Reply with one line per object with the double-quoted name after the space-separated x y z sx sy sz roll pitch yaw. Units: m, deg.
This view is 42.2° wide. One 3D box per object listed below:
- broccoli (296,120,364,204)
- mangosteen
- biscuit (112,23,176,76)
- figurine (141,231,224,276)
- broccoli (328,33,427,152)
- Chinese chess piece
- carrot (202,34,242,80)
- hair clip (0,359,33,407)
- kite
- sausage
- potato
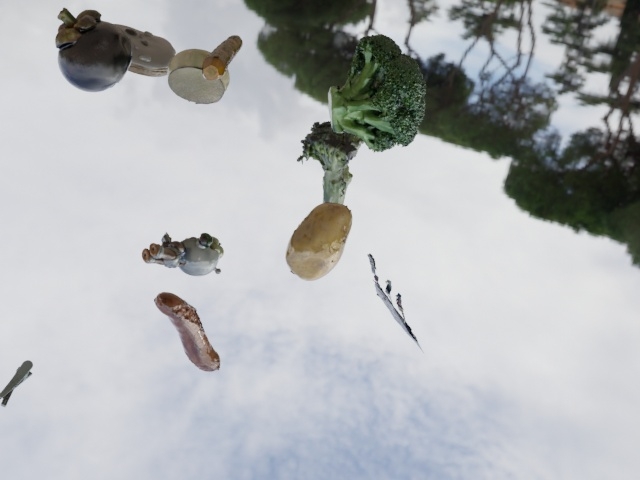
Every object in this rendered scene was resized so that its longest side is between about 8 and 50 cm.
0.037 -0.177 2.213 0.165 0.304 0.145 19 -143 24 "broccoli"
-0.399 -0.332 1.427 0.137 0.151 0.137 -24 -152 14 "mangosteen"
-0.463 -0.487 2.092 0.208 0.049 0.181 17 -144 -22 "biscuit"
-0.293 0.024 1.786 0.197 0.147 0.094 19 -128 -45 "figurine"
0.088 -0.231 1.314 0.156 0.195 0.195 -9 -151 -2 "broccoli"
-0.238 -0.320 1.617 0.122 0.122 0.051 9 -117 -3 "Chinese chess piece"
-0.166 -0.318 1.428 0.042 0.042 0.171 12 -148 5 "carrot"
-0.578 0.268 1.561 0.030 0.039 0.115 24 -151 -4 "hair clip"
0.126 0.111 1.472 0.015 0.285 0.152 -36 -116 -6 "kite"
-0.316 0.219 1.998 0.078 0.304 0.078 -10 -135 10 "sausage"
0.000 0.000 1.687 0.118 0.178 0.109 27 -171 -39 "potato"
